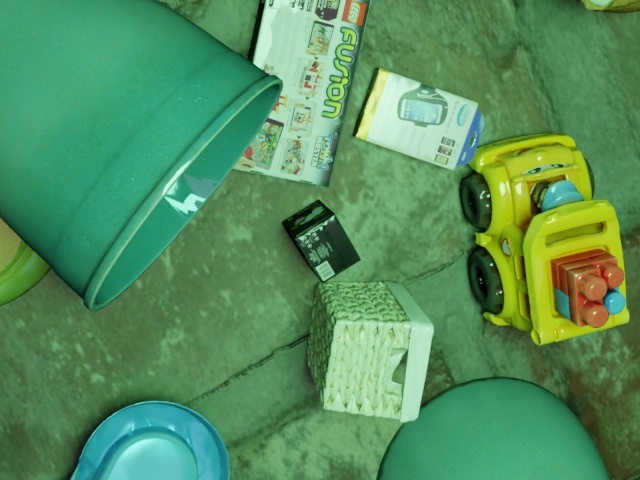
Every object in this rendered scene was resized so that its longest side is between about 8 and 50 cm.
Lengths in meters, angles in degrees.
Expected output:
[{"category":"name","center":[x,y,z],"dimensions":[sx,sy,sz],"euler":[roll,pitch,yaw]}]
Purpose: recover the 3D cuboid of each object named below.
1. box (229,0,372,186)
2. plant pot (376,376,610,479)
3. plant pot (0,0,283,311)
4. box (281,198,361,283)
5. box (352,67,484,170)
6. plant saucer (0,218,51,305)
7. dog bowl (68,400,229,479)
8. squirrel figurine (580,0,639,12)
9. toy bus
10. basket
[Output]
[{"category":"box","center":[-0.024,-0.169,0.980],"dimensions":[0.114,0.036,0.207],"euler":[10,101,-16]},{"category":"plant pot","center":[0.231,0.333,1.081],"dimensions":[0.290,0.195,0.290],"euler":[-3,105,-13]},{"category":"plant pot","center":[-0.217,-0.119,0.834],"dimensions":[0.255,0.271,0.271],"euler":[39,92,-2]},{"category":"box","center":[0.000,0.000,1.002],"dimensions":[0.052,0.083,0.062],"euler":[-31,109,-3]},{"category":"box","center":[0.113,-0.132,1.021],"dimensions":[0.136,0.028,0.081],"euler":[18,99,-13]},{"category":"plant saucer","center":[-0.377,-0.034,0.929],"dimensions":[0.241,0.037,0.241],"euler":[-3,104,-12]},{"category":"dog bowl","center":[-0.218,0.313,1.001],"dimensions":[0.166,0.074,0.297],"euler":[28,82,-17]},{"category":"squirrel figurine","center":[0.247,-0.415,0.901],"dimensions":[0.397,0.281,0.370],"euler":[0,114,1]},{"category":"toy bus","center":[0.260,0.004,1.000],"dimensions":[0.149,0.211,0.220],"euler":[-12,104,-9]},{"category":"basket","center":[0.047,0.114,1.000],"dimensions":[0.103,0.167,0.113],"euler":[6,102,-10]}]
